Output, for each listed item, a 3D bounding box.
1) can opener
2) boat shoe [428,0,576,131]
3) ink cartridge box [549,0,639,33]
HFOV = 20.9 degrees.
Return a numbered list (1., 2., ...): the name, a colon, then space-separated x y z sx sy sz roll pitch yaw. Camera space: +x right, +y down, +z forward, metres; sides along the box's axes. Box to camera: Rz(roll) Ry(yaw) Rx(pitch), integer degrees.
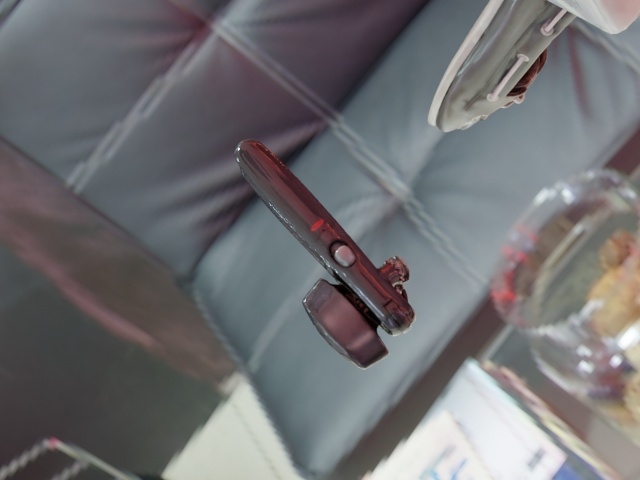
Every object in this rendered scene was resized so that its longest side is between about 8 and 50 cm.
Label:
1. can opener: 0.000 0.000 1.219 0.073 0.186 0.059 -33 -14 -14
2. boat shoe: 0.183 -0.180 1.554 0.112 0.095 0.335 -59 -2 -31
3. ink cartridge box: 0.046 -0.248 0.556 0.197 0.270 0.198 -46 41 -4
